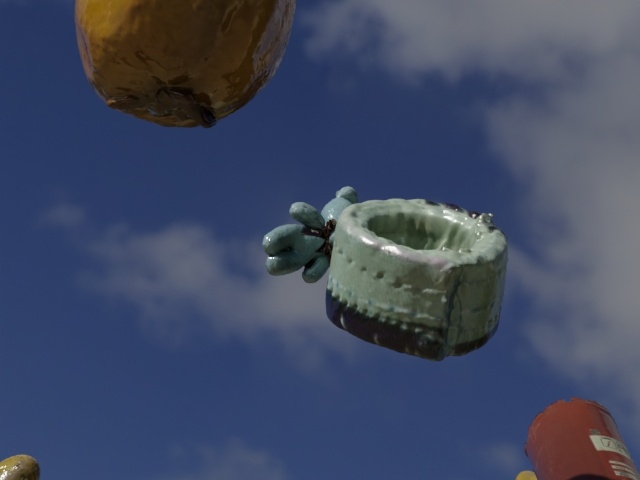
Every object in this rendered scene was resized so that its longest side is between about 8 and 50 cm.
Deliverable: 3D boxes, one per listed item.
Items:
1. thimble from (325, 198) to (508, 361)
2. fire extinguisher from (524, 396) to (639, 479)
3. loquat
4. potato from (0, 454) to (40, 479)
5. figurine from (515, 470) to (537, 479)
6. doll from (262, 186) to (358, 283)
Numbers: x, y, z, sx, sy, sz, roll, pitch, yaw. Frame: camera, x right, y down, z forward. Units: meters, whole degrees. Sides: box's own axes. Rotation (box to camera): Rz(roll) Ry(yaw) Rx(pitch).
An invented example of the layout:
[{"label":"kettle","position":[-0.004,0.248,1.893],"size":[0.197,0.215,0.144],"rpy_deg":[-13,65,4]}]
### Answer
[{"label":"thimble","position":[0.122,0.046,2.078],"size":[0.237,0.237,0.150],"rpy_deg":[10,-70,10]},{"label":"fire extinguisher","position":[0.303,0.273,1.686],"size":[0.106,0.337,0.147],"rpy_deg":[20,-68,-17]},{"label":"loquat","position":[-0.122,-0.217,1.525],"size":[0.193,0.238,0.238],"rpy_deg":[12,-29,5]},{"label":"potato","position":[-0.286,0.232,1.493],"size":[0.046,0.092,0.045],"rpy_deg":[35,-15,-30]},{"label":"figurine","position":[0.223,0.358,1.920],"size":[0.257,0.192,0.167],"rpy_deg":[-4,-31,-1]},{"label":"doll","position":[0.004,0.000,2.166],"size":[0.075,0.120,0.180],"rpy_deg":[-4,8,38]}]
